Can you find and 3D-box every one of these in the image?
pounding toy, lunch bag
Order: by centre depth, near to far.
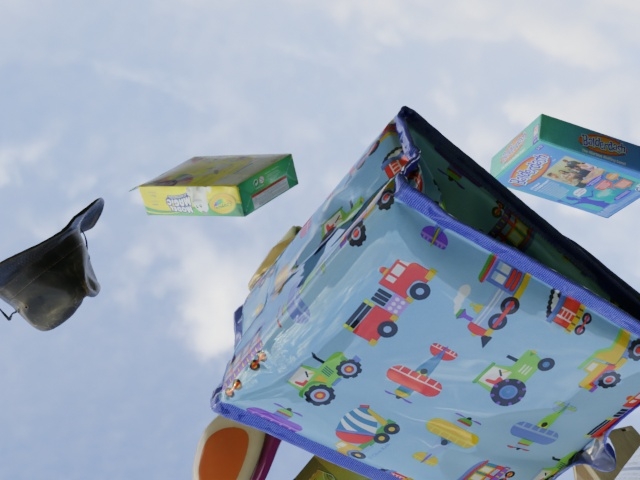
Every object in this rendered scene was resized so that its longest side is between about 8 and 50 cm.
[{"bbox_3d":[0.108,0.087,0.757,0.293,0.221,0.138,34,-154,-13],"label":"lunch bag"},{"bbox_3d":[0.333,0.280,1.099,0.100,0.141,0.130,-12,-164,-2],"label":"pounding toy"}]

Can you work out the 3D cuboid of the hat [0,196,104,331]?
[{"bbox_3d":[-0.461,0.074,1.794,0.134,0.331,0.331,53,-133,-2],"label":"hat"}]

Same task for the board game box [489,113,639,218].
[{"bbox_3d":[0.381,-0.107,1.554,0.210,0.160,0.047,16,-113,-14],"label":"board game box"}]

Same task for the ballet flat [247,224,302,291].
[{"bbox_3d":[0.000,0.000,1.384,0.080,0.232,0.073,37,-149,-52],"label":"ballet flat"}]

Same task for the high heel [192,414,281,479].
[{"bbox_3d":[-0.060,0.262,1.508,0.127,0.181,0.377,1,-118,39],"label":"high heel"}]

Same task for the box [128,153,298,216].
[{"bbox_3d":[-0.127,-0.064,1.204,0.179,0.043,0.105,5,-154,38],"label":"box"}]

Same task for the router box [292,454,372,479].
[{"bbox_3d":[0.132,0.395,1.566,0.309,0.081,0.243,38,-102,15],"label":"router box"}]

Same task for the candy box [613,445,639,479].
[{"bbox_3d":[0.289,0.260,0.787,0.183,0.087,0.316,40,-101,8],"label":"candy box"}]
